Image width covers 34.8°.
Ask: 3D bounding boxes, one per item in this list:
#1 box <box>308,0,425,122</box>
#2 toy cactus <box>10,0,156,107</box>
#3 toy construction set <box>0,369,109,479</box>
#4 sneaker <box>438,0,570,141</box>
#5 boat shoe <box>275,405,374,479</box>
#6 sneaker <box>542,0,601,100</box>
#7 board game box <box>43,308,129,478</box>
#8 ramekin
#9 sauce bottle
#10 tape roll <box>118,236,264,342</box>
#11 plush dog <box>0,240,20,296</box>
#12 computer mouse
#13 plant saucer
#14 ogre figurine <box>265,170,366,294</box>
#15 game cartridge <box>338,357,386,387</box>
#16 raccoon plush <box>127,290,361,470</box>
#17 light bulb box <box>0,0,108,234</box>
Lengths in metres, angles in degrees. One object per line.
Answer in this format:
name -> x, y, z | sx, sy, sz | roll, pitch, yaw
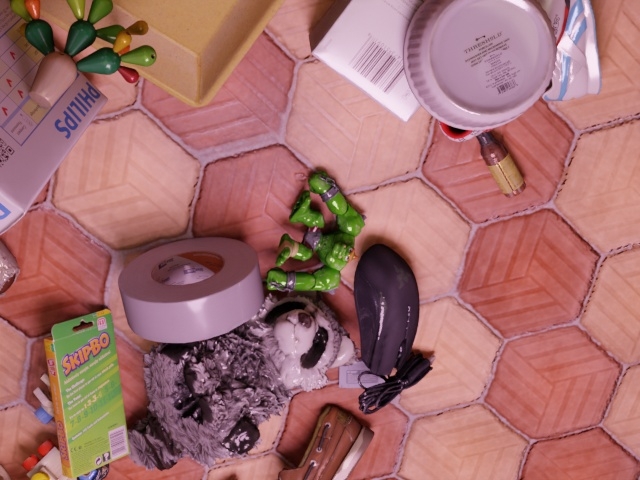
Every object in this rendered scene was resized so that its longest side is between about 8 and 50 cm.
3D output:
box -> 0.106, -0.302, 1.482 | 0.181, 0.119, 0.182 | 34, 108, -16
toy cactus -> -0.340, -0.260, 1.389 | 0.219, 0.112, 0.181 | 28, 68, -6
toy construction set -> -0.500, 0.381, 1.771 | 0.215, 0.151, 0.328 | 44, 100, 6
sneaker -> 0.257, -0.259, 1.460 | 0.090, 0.145, 0.270 | 40, 133, 20
boat shoe -> -0.031, 0.436, 1.792 | 0.104, 0.111, 0.307 | 34, 76, 2
sneaker -> 0.353, -0.313, 1.507 | 0.092, 0.087, 0.229 | -13, 113, 7
board game box -> -0.387, 0.251, 1.694 | 0.039, 0.124, 0.260 | 6, 104, 39
ramekin -> 0.218, -0.250, 1.364 | 0.207, 0.109, 0.207 | 0, 98, -2
sauce bottle -> 0.281, -0.128, 1.614 | 0.042, 0.042, 0.128 | -28, 113, 10
tape roll -> -0.200, 0.073, 1.589 | 0.219, 0.219, 0.072 | -7, 116, 1
plush dog -> -0.631, 0.024, 1.570 | 0.225, 0.262, 0.211 | -33, 79, 2
computer mouse -> 0.125, 0.138, 1.674 | 0.072, 0.188, 0.272 | 6, 112, 41
plant saucer -> -0.224, -0.380, 1.402 | 0.332, 0.081, 0.333 | 31, 137, -15
ogre figurine -> 0.000, 0.000, 1.632 | 0.118, 0.097, 0.197 | 23, 69, -18
game cartridge -> 0.073, 0.232, 1.787 | 0.083, 0.017, 0.056 | 0, 118, -3
raccoon plush -> -0.150, 0.216, 1.716 | 0.446, 0.299, 0.216 | -20, 96, 53
light bulb box -> -0.532, -0.188, 1.366 | 0.225, 0.358, 0.361 | -34, 112, 25
